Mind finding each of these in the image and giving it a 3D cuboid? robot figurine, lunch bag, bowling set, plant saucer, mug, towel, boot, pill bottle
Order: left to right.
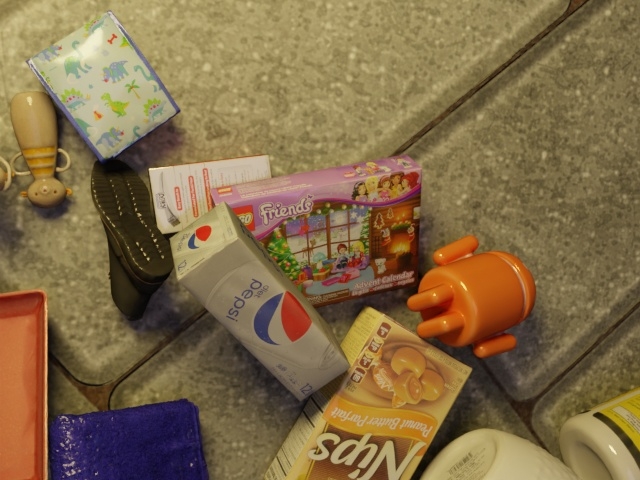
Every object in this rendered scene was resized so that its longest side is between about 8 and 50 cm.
[{"bbox_3d":[-0.459,-0.096,0.747,0.287,0.200,0.154,-7,99,-11],"label":"bowling set"},{"bbox_3d":[-0.466,0.202,0.787,0.259,0.048,0.258,-8,65,-8],"label":"plant saucer"},{"bbox_3d":[-0.278,-0.195,0.833,0.129,0.096,0.151,-37,94,-9],"label":"lunch bag"},{"bbox_3d":[-0.276,0.002,0.871,0.077,0.137,0.198,-7,59,-36],"label":"boot"},{"bbox_3d":[-0.217,0.360,0.810,0.227,0.076,0.308,9,60,-55],"label":"towel"},{"bbox_3d":[0.239,0.085,0.978,0.219,0.158,0.128,-13,132,-32],"label":"robot figurine"},{"bbox_3d":[0.275,0.497,0.987,0.374,0.276,0.328,-39,94,13],"label":"mug"},{"bbox_3d":[0.601,0.335,1.086,0.334,0.188,0.188,-19,101,-12],"label":"pill bottle"}]

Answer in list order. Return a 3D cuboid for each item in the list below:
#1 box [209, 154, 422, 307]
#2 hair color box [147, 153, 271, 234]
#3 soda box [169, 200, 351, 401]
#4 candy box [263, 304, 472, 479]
[{"bbox_3d":[0.000,0.000,0.915,0.293,0.057,0.201,-12,122,-14],"label":"box"},{"bbox_3d":[-0.154,-0.067,0.904,0.167,0.053,0.093,-9,100,-16],"label":"hair color box"},{"bbox_3d":[-0.074,0.088,0.844,0.091,0.098,0.286,-35,125,3],"label":"soda box"},{"bbox_3d":[0.074,0.283,0.986,0.183,0.087,0.316,31,86,-16],"label":"candy box"}]
